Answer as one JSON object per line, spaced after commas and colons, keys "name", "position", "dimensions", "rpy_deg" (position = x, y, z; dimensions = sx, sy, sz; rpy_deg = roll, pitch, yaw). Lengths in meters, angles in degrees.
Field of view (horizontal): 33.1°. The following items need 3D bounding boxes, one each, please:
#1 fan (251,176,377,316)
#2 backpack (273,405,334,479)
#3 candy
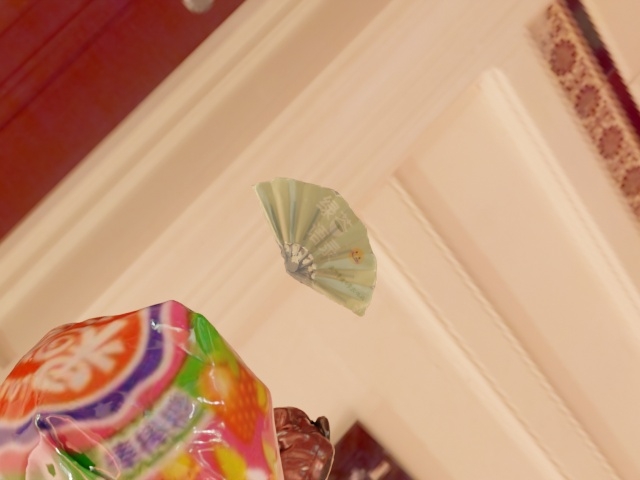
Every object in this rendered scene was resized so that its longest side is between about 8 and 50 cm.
{"name": "fan", "position": [0.000, 0.000, 1.483], "dimensions": [0.240, 0.131, 0.009], "rpy_deg": [50, 164, -10]}
{"name": "backpack", "position": [-0.079, 0.326, 1.468], "dimensions": [0.139, 0.229, 0.229], "rpy_deg": [26, 174, -19]}
{"name": "candy", "position": [-0.015, 0.185, 0.482], "dimensions": [0.365, 0.124, 0.124], "rpy_deg": [57, 164, -21]}
